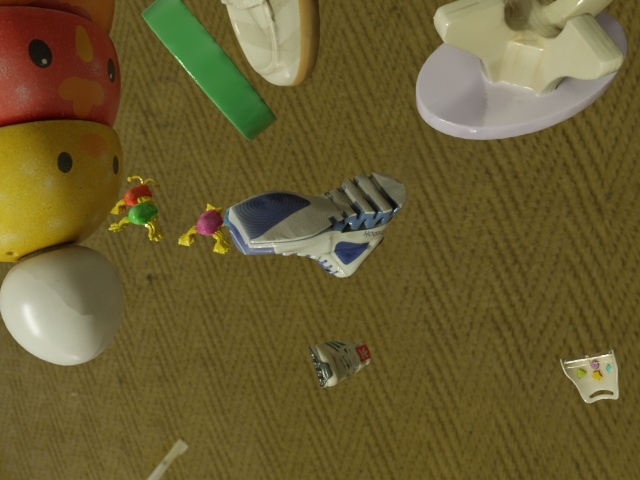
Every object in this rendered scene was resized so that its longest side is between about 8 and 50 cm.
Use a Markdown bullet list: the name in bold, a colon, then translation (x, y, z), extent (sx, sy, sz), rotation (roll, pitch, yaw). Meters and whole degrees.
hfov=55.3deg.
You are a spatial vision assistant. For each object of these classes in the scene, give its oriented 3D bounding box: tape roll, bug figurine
- **tape roll**: translation (-0.217, -0.344, 1.221), extent (0.077, 0.321, 0.321), rotation (-39, 77, 3)
- **bug figurine**: translation (-0.258, -0.051, 1.138), extent (0.279, 0.216, 0.072), rotation (12, 105, -6)

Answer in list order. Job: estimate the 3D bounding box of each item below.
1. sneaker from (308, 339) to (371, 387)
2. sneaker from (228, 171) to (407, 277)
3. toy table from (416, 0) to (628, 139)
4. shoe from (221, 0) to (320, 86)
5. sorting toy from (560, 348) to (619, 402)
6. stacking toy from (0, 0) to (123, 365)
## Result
- **sneaker**: translation (0.029, 0.158, 0.830), extent (0.075, 0.161, 0.057), rotation (-18, 83, 0)
- **sneaker**: translation (0.001, 0.000, 1.101), extent (0.182, 0.316, 0.127), rotation (98, 152, -44)
- **toy table**: translation (0.249, -0.244, 0.721), extent (0.274, 0.161, 0.252), rotation (-32, 65, -8)
- **shoe**: translation (-0.059, -0.178, 0.301), extent (0.076, 0.058, 0.219), rotation (28, 141, 60)
- **sorting toy**: translation (0.437, 0.217, 0.970), extent (0.083, 0.045, 0.075), rotation (-21, 69, 36)
- **stacking toy**: translation (-0.319, -0.102, 0.645), extent (0.351, 0.350, 0.479), rotation (-21, 90, 24)
